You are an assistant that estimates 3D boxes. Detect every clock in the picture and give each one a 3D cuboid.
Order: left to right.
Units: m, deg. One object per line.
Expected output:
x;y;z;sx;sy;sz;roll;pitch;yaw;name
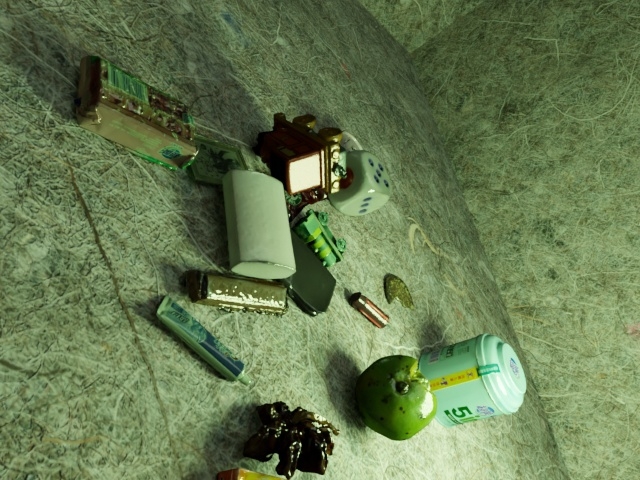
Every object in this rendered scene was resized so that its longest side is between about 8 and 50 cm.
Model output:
0.113;-0.356;2.007;0.196;0.068;0.197;36;39;-36;clock

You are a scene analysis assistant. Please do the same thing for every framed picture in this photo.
-0.283;-0.217;1.349;0.231;0.010;0.173;7;54;-54;framed picture

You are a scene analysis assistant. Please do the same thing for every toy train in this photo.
-0.063;-0.257;1.459;0.231;0.163;0.369;-21;39;-28;toy train
0.001;0.000;1.558;0.200;0.083;0.132;55;42;-12;toy train

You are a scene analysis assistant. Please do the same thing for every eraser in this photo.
-0.162;-0.043;1.262;0.173;0.094;0.271;12;59;-40;eraser

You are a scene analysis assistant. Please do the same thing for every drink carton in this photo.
-0.107;0.532;0.977;0.222;0.070;0.096;36;41;-37;drink carton

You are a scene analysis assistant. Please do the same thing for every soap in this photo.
-0.423;-0.296;1.135;0.273;0.098;0.218;23;48;-47;soap

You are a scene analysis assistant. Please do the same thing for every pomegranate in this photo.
0.216;0.457;1.414;0.302;0.235;0.236;75;0;-69;pomegranate

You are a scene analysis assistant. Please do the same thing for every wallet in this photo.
-0.098;0.044;1.396;0.378;0.051;0.197;49;34;-16;wallet

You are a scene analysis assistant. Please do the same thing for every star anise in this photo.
-0.062;0.423;1.065;0.220;0.189;0.126;-31;134;-75;star anise

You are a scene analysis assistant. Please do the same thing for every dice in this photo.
0.140;-0.212;1.813;0.191;0.193;0.194;11;56;-54;dice

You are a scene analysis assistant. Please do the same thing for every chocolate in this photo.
-0.188;0.126;1.185;0.329;0.065;0.103;18;51;-52;chocolate

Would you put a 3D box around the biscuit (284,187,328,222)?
-0.078;-0.162;1.573;0.151;0.063;0.235;58;38;-5;biscuit

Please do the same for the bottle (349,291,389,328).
0.162;0.234;1.629;0.164;0.060;0.060;43;36;-29;bottle

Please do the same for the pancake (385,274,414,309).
0.310;0.219;1.895;0.190;0.020;0.184;48;33;-20;pancake

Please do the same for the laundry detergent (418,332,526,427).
0.561;0.503;1.763;0.287;0.305;0.288;35;40;-37;laundry detergent

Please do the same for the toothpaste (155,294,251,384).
-0.247;0.224;1.042;0.268;0.047;0.069;47;47;-18;toothpaste
